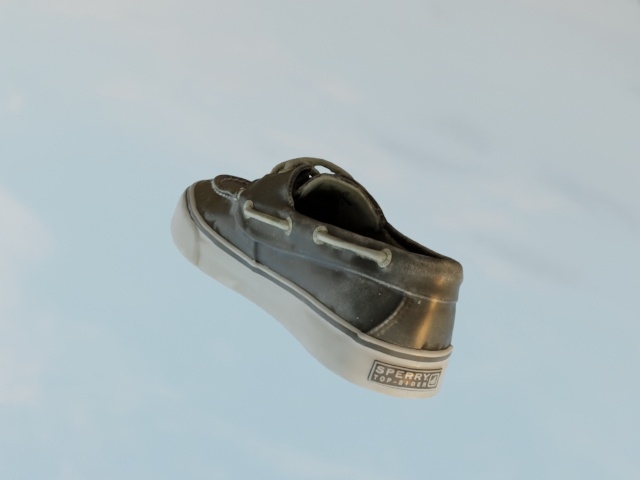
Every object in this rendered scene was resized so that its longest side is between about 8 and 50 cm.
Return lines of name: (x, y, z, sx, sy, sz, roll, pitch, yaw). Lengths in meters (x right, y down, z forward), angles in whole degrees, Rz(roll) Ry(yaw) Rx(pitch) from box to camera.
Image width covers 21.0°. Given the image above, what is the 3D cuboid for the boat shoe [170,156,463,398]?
boat shoe: (0.000, 0.000, 0.808, 0.077, 0.070, 0.219, 7, -164, -34)
